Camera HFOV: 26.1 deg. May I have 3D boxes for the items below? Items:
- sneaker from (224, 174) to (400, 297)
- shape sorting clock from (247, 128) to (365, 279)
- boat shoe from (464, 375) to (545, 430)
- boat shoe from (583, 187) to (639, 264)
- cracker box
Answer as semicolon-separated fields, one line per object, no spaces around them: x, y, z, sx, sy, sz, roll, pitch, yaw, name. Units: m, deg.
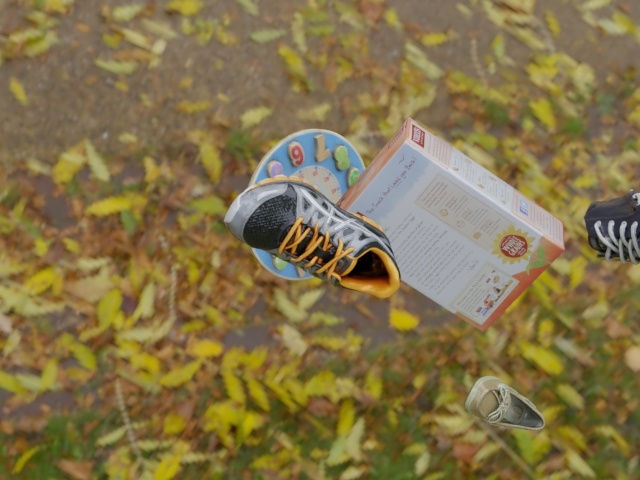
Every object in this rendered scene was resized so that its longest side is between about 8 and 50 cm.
0.000;0.000;1.383;0.215;0.084;0.083;17;26;-36;sneaker
-0.015;-0.046;1.833;0.206;0.206;0.040;-14;26;-37;shape sorting clock
0.233;0.210;1.735;0.048;0.056;0.153;26;-4;37;boat shoe
0.479;0.004;2.053;0.340;0.158;0.127;-54;127;-71;boat shoe
0.148;-0.016;1.620;0.232;0.155;0.067;33;31;-13;cracker box
